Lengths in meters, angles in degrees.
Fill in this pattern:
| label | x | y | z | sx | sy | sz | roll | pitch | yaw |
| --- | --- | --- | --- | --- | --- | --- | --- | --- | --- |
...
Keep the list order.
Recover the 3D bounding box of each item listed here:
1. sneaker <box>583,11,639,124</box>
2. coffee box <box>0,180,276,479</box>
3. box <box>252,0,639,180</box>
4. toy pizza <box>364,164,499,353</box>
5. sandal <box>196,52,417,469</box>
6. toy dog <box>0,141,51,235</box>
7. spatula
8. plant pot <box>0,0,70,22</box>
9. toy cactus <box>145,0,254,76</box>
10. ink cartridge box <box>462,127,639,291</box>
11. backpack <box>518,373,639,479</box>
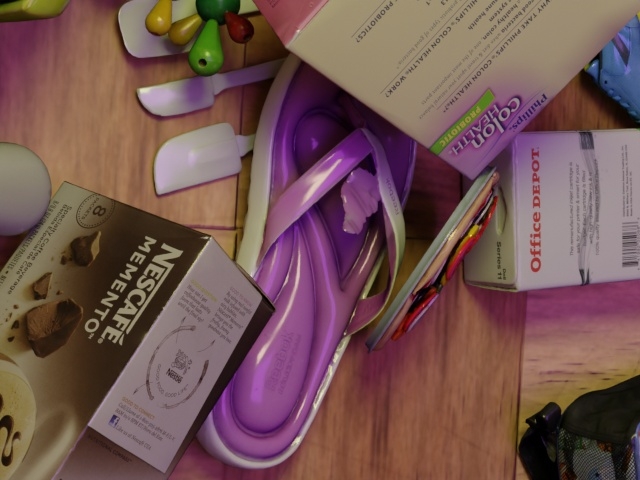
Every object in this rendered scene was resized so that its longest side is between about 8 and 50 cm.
| label | x | y | z | sx | sy | sz | roll | pitch | yaw |
| --- | --- | --- | --- | --- | --- | --- | --- | --- | --- |
| sneaker | 0.310 | -0.162 | 1.477 | 0.082 | 0.069 | 0.209 | -32 | 110 | -9 |
| coffee box | -0.191 | 0.121 | 1.093 | 0.297 | 0.168 | 0.119 | -57 | 142 | -17 |
| box | 0.100 | -0.202 | 1.157 | 0.213 | 0.117 | 0.243 | -47 | 132 | 14 |
| toy pizza | 0.105 | 0.021 | 1.280 | 0.032 | 0.201 | 0.201 | 34 | 72 | 4 |
| sandal | 0.012 | 0.004 | 1.263 | 0.169 | 0.102 | 0.416 | 20 | 83 | -36 |
| toy dog | -0.372 | -0.052 | 1.028 | 0.334 | 0.161 | 0.220 | 39 | 68 | -42 |
| spatula | -0.055 | -0.150 | 1.271 | 0.242 | 0.019 | 0.168 | -19 | 101 | -30 |
| plant pot | -0.258 | -0.276 | 1.026 | 0.207 | 0.228 | 0.227 | 37 | 73 | -35 |
| toy cactus | -0.096 | -0.251 | 1.190 | 0.181 | 0.112 | 0.219 | -20 | 81 | -39 |
| ink cartridge box | 0.243 | -0.034 | 1.420 | 0.208 | 0.087 | 0.153 | -3 | 94 | -32 |
| backpack | 0.359 | 0.273 | 1.445 | 0.277 | 0.213 | 0.263 | -11 | 108 | -34 |
